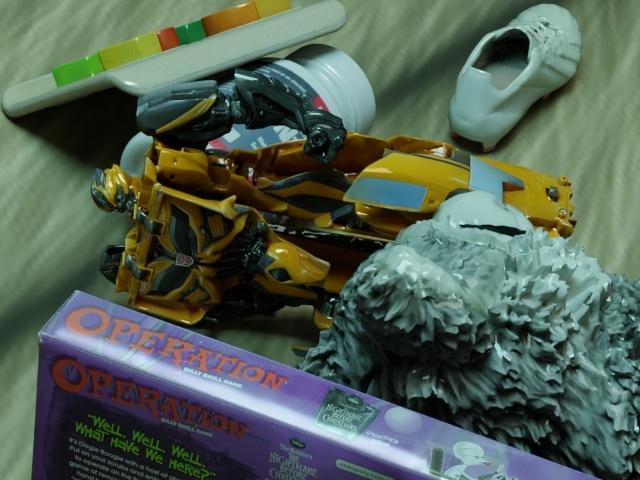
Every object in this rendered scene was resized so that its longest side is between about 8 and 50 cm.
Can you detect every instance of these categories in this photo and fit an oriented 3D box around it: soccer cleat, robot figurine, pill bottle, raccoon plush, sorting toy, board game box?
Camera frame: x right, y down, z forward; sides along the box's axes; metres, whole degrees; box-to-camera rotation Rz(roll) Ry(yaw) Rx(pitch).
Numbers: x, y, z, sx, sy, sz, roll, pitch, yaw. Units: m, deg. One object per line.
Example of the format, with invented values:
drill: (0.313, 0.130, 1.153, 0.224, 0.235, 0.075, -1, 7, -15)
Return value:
soccer cleat: (0.158, -0.143, 1.447, 0.068, 0.076, 0.196, 23, 42, 17)
robot figurine: (0.000, 0.000, 1.162, 0.291, 0.211, 0.085, 10, 43, -9)
pill bottle: (-0.044, -0.066, 1.296, 0.108, 0.108, 0.180, 29, 45, 23)
raccoon plush: (0.177, 0.144, 0.965, 0.299, 0.216, 0.446, -1, 39, -28)
sorting toy: (-0.111, -0.138, 1.347, 0.193, 0.038, 0.208, -22, 12, -32)
board game box: (0.013, 0.170, 0.954, 0.347, 0.208, 0.056, 20, 42, 12)
